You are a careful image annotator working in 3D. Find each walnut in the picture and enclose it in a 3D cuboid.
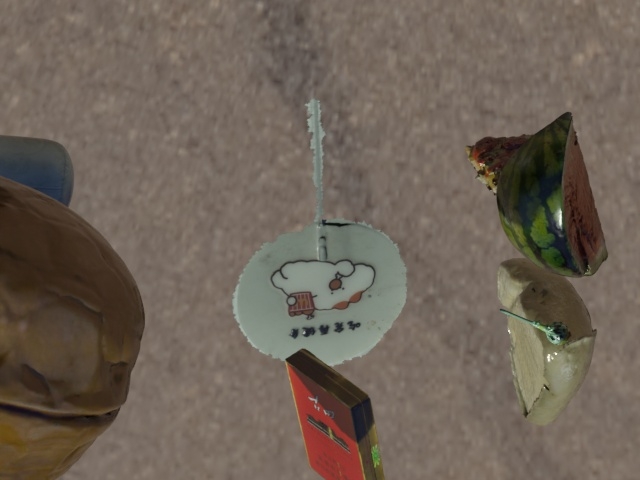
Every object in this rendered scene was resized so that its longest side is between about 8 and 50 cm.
[{"bbox_3d":[-0.189,0.046,0.807,0.207,0.167,0.167,18,129,-24],"label":"walnut"}]

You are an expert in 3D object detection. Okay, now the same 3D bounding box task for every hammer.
[{"bbox_3d":[-0.241,-0.008,1.251,0.116,0.194,0.069,4,131,-21],"label":"hammer"}]

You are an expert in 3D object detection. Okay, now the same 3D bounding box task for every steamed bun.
[{"bbox_3d":[0.306,0.111,2.138,0.110,0.212,0.231,-10,155,-7],"label":"steamed bun"}]

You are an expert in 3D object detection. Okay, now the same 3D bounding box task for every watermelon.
[{"bbox_3d":[0.205,-0.018,1.401,0.087,0.069,0.163,-23,125,0],"label":"watermelon"}]

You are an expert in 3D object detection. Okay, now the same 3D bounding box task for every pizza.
[{"bbox_3d":[0.192,-0.081,1.673,0.100,0.099,0.029,-9,124,19],"label":"pizza"}]

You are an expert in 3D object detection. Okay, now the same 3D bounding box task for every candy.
[{"bbox_3d":[0.223,0.086,1.691,0.083,0.023,0.025,24,83,-12],"label":"candy"}]

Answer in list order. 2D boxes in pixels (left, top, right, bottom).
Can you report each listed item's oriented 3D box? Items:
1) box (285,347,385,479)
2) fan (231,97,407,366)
[{"bbox_3d":[0.015,0.162,1.369,0.090,0.023,0.133,32,145,41],"label":"box"},{"bbox_3d":[0.000,0.000,1.682,0.191,0.009,0.329,-6,122,-10],"label":"fan"}]
